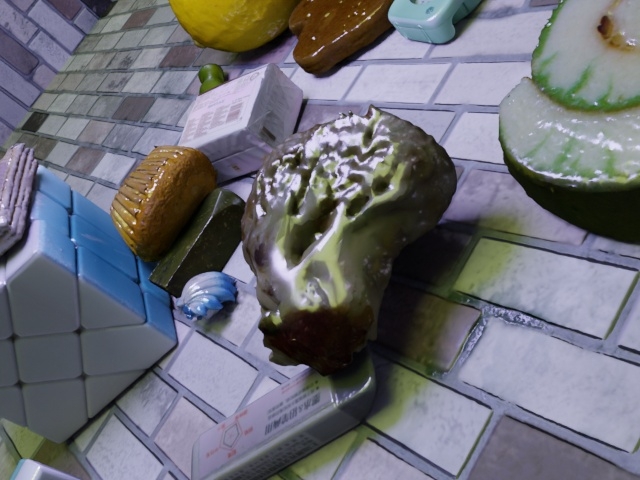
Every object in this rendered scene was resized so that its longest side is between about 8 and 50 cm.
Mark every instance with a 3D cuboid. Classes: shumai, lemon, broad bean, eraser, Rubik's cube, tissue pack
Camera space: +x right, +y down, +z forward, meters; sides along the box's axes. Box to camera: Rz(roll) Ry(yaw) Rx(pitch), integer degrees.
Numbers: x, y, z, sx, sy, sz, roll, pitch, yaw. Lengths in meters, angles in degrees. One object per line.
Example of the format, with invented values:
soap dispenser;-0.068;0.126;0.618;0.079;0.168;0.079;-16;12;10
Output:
shumai;-0.002;0.002;0.914;0.346;0.217;0.283;-16;31;39
lemon;-0.208;-0.610;1.651;0.364;0.364;0.364;-28;41;27
broad bean;-0.240;-0.349;1.679;0.098;0.056;0.318;-41;41;1
eraser;-0.060;0.251;0.933;0.352;0.061;0.089;-34;37;20
Rubik's cube;-0.498;0.117;1.299;0.319;0.322;0.316;-42;35;9
tissue pack;-0.166;-0.233;1.430;0.225;0.124;0.185;-13;48;39

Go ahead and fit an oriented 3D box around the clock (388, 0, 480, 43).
clock;0.230;-0.452;1.261;0.211;0.066;0.159;-50;36;-1

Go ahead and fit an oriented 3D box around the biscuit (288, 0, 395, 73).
biscuit;0.077;-0.503;1.465;0.381;0.074;0.359;-55;34;-3

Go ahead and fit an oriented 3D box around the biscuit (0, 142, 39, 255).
biscuit;-0.534;-0.062;1.178;0.108;0.062;0.239;-35;39;15

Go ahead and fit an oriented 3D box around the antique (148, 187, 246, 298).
antique;-0.214;0.007;1.299;0.080;0.081;0.221;16;71;51

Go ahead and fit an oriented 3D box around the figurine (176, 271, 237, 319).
figurine;-0.190;0.094;1.216;0.114;0.079;0.114;-19;10;4

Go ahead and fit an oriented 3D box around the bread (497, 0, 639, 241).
bread;0.380;-0.176;0.798;0.382;0.129;0.366;-29;43;28

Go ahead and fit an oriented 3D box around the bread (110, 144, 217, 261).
bread;-0.300;-0.076;1.344;0.139;0.240;0.240;27;74;8

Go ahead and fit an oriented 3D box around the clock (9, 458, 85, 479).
clock;-0.333;0.447;0.901;0.116;0.231;0.262;-5;54;40
